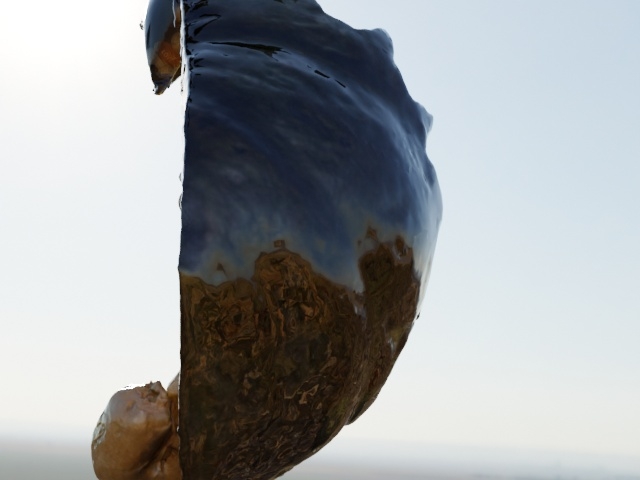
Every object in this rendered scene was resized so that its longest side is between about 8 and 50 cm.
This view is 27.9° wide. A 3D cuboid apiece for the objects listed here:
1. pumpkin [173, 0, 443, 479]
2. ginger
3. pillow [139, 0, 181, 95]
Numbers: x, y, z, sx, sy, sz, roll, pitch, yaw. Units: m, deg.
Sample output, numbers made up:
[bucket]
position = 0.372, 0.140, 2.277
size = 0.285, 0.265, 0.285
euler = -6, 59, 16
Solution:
[pumpkin]
position = 0.000, 0.000, 0.561
size = 0.130, 0.254, 0.149
euler = 1, 2, -6
[ginger]
position = -0.062, 0.108, 0.835
size = 0.059, 0.214, 0.133
euler = 42, -11, 43
[pillow]
position = -0.050, -0.152, 0.675
size = 0.048, 0.150, 0.090
euler = 35, 20, -10
